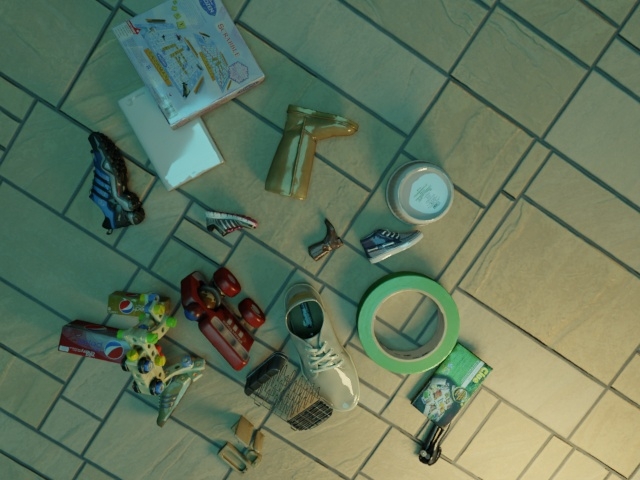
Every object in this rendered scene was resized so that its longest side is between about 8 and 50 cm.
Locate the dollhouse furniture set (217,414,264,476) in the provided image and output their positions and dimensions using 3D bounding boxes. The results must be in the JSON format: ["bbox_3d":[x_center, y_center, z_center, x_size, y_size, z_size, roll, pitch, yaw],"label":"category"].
[{"bbox_3d":[-0.263,0.696,1.532,0.144,0.123,0.151,43,95,-5],"label":"dollhouse furniture set"}]

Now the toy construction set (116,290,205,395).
[{"bbox_3d":[-0.488,0.335,1.425,0.151,0.215,0.327,-10,123,23],"label":"toy construction set"}]

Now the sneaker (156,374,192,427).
[{"bbox_3d":[-0.499,0.508,1.541,0.086,0.064,0.192,33,91,-2],"label":"sneaker"}]

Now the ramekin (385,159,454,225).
[{"bbox_3d":[0.309,-0.144,1.440,0.207,0.109,0.207,0,97,-1],"label":"ramekin"}]

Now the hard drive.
[{"bbox_3d":[-0.456,-0.333,1.450,0.203,0.040,0.307,-28,97,3],"label":"hard drive"}]

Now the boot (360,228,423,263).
[{"bbox_3d":[0.222,-0.005,1.476,0.190,0.069,0.086,-27,99,5],"label":"boot"}]

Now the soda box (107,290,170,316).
[{"bbox_3d":[-0.578,0.207,1.505,0.181,0.058,0.061,7,98,-2],"label":"soda box"}]

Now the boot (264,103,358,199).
[{"bbox_3d":[-0.028,-0.256,1.442,0.236,0.089,0.269,15,97,8],"label":"boot"}]

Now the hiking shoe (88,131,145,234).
[{"bbox_3d":[-0.655,-0.175,1.430,0.132,0.113,0.304,-19,97,1],"label":"hiking shoe"}]

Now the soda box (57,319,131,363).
[{"bbox_3d":[-0.679,0.328,1.501,0.263,0.092,0.083,14,94,-2],"label":"soda box"}]

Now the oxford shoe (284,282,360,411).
[{"bbox_3d":[-0.001,0.353,1.492,0.169,0.130,0.449,-21,98,0],"label":"oxford shoe"}]

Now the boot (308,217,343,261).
[{"bbox_3d":[0.000,0.000,1.496,0.114,0.037,0.106,-29,94,8],"label":"boot"}]

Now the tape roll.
[{"bbox_3d":[0.276,0.261,1.506,0.322,0.077,0.321,0,97,1],"label":"tape roll"}]

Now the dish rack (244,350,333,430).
[{"bbox_3d":[-0.096,0.494,1.502,0.271,0.074,0.208,39,125,-10],"label":"dish rack"}]

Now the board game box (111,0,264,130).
[{"bbox_3d":[-0.381,-0.542,1.385,0.318,0.066,0.318,-30,96,-7],"label":"board game box"}]

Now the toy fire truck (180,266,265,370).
[{"bbox_3d":[-0.307,0.226,1.410,0.169,0.254,0.302,-38,96,4],"label":"toy fire truck"}]

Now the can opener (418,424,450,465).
[{"bbox_3d":[0.382,0.664,1.573,0.059,0.073,0.186,22,94,36],"label":"can opener"}]

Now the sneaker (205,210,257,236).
[{"bbox_3d":[-0.282,-0.046,1.475,0.171,0.063,0.074,9,97,4],"label":"sneaker"}]

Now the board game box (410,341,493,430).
[{"bbox_3d":[0.426,0.475,1.536,0.136,0.030,0.259,39,96,17],"label":"board game box"}]
